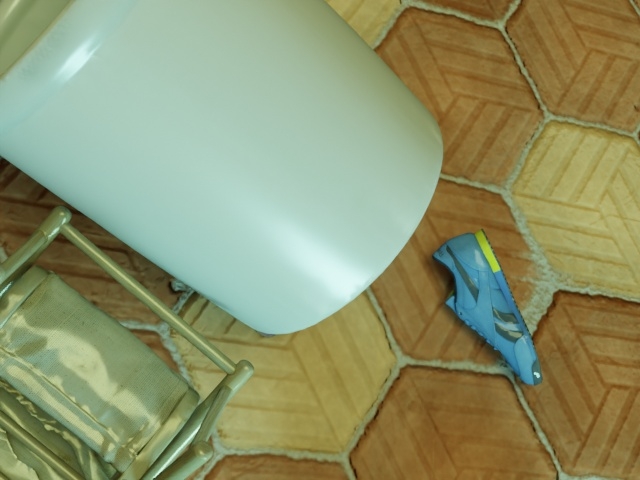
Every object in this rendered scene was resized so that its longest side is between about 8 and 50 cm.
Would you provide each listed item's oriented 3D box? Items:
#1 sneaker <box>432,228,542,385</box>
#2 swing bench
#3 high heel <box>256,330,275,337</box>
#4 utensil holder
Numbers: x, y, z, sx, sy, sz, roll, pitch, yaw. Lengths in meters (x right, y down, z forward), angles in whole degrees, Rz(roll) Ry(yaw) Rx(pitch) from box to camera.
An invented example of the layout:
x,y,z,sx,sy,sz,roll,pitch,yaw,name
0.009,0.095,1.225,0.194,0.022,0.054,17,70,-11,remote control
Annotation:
x,y,z,sx,sy,sz,roll,pitch,yaw,name
0.208,0.092,1.266,0.082,0.069,0.209,-25,93,5,sneaker
-0.249,0.155,0.968,0.253,0.255,0.165,42,24,-7,swing bench
0.000,0.000,1.170,0.082,0.117,0.244,38,63,-7,high heel
-0.116,-0.130,1.004,0.385,0.327,0.327,40,60,-29,utensil holder
